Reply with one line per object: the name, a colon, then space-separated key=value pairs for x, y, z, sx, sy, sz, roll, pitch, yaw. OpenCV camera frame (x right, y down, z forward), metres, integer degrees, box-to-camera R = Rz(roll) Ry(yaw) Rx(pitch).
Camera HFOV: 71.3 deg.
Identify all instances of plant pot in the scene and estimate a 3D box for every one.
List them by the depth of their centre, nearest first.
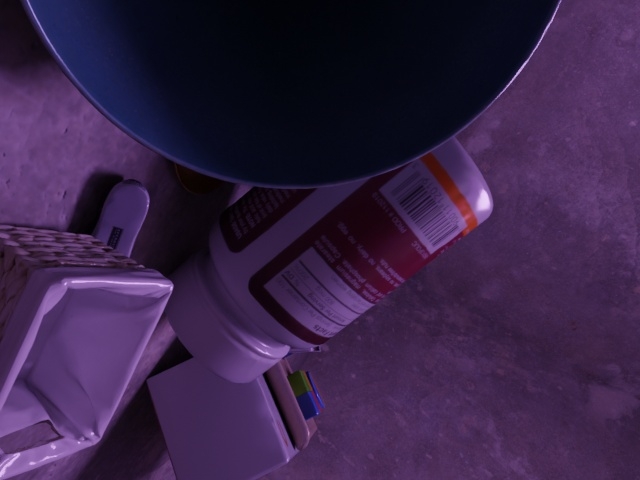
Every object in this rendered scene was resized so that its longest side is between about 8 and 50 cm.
plant pot: x=-0.018 y=-0.202 z=0.298 sx=0.290 sy=0.290 sz=0.195 roll=102 pitch=-15 yaw=-55

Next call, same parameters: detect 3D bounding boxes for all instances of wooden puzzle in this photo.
wooden puzzle: x=-0.075 y=0.282 z=1.010 sx=0.081 sy=0.322 sz=0.348 roll=-25 pitch=163 yaw=-8

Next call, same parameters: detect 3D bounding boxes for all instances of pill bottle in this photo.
pill bottle: x=0.000 y=0.000 z=0.594 sx=0.392 sy=0.224 sz=0.224 roll=-38 pitch=172 yaw=9

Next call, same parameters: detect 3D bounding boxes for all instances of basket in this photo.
basket: x=-0.217 y=0.078 z=0.351 sx=0.167 sy=0.103 sz=0.113 roll=-62 pitch=156 yaw=7

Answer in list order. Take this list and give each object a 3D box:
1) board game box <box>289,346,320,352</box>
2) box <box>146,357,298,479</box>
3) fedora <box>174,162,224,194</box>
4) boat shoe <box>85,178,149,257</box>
board game box: x=-0.037 y=0.088 z=0.970 sx=0.193 sy=0.053 sz=0.305 roll=71 pitch=17 yaw=-75
box: x=-0.163 y=0.343 z=0.853 sx=0.168 sy=0.215 sz=0.345 roll=-24 pitch=159 yaw=-9
fedora: x=-0.088 y=-0.131 z=0.527 sx=0.194 sy=0.079 sz=0.194 roll=-58 pitch=168 yaw=-20
boat shoe: x=-0.204 y=0.005 z=0.430 sx=0.142 sy=0.049 sz=0.040 roll=-59 pitch=-154 yaw=7
